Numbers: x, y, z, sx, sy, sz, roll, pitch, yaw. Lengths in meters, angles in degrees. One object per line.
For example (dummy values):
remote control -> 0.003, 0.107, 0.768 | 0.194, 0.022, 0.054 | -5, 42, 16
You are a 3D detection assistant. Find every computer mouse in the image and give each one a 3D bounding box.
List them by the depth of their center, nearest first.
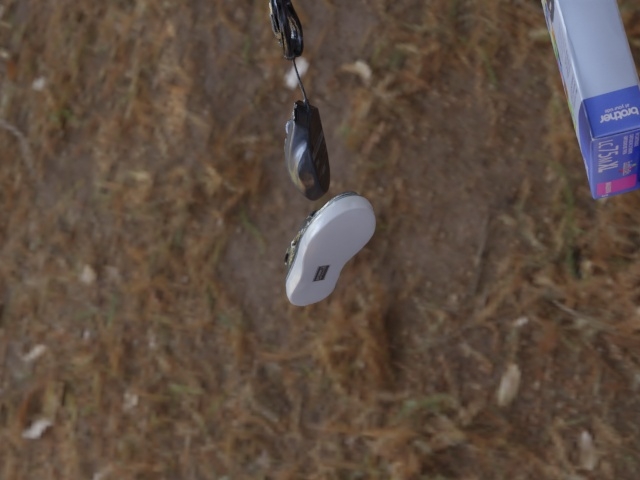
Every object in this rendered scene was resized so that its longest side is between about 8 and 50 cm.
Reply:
computer mouse -> -0.031, -0.149, 1.375 | 0.041, 0.071, 0.242 | -3, 119, 15

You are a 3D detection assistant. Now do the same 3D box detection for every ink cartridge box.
ink cartridge box -> 0.259, -0.167, 1.245 | 0.065, 0.186, 0.311 | -16, 73, 8

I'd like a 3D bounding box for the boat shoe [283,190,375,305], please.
boat shoe -> 0.000, 0.000, 0.963 | 0.142, 0.049, 0.040 | 120, 139, -55
